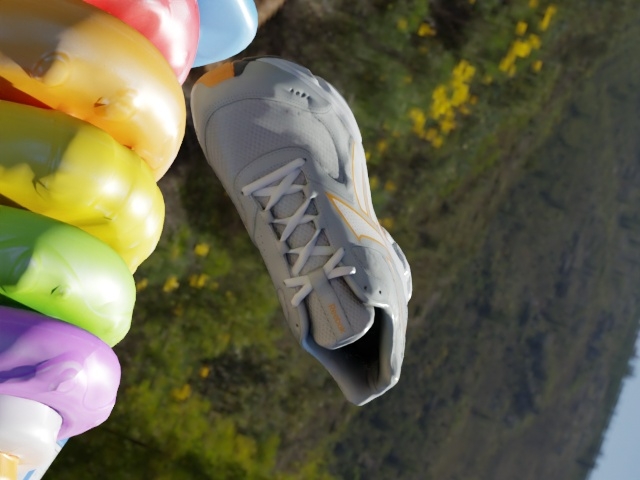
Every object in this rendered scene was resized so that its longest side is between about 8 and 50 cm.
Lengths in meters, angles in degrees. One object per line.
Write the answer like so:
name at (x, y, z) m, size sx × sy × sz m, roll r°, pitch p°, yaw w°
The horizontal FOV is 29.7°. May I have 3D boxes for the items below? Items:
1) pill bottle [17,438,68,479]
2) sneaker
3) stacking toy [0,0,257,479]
pill bottle at (-0.320, 0.196, 1.146) m, size 0.221 × 0.124 × 0.124 m, roll -56°, pitch 165°, yaw -18°
sneaker at (0.000, 0.000, 0.783) m, size 0.262 × 0.099 × 0.121 m, roll 57°, pitch 16°, yaw -37°
stacking toy at (-0.118, 0.015, 0.388) m, size 0.166 × 0.175 × 0.301 m, roll 54°, pitch 30°, yaw -62°
